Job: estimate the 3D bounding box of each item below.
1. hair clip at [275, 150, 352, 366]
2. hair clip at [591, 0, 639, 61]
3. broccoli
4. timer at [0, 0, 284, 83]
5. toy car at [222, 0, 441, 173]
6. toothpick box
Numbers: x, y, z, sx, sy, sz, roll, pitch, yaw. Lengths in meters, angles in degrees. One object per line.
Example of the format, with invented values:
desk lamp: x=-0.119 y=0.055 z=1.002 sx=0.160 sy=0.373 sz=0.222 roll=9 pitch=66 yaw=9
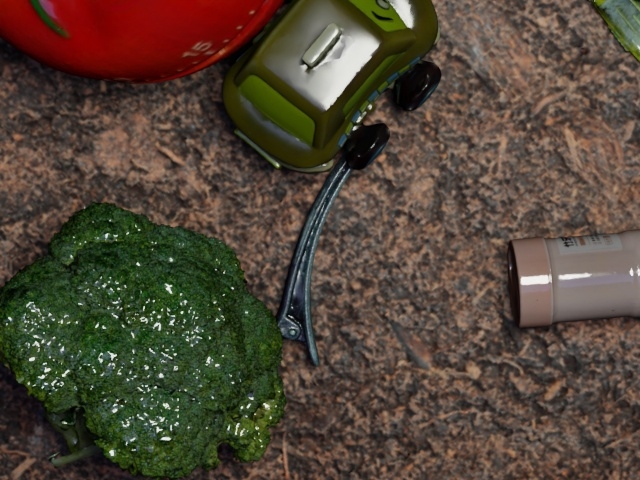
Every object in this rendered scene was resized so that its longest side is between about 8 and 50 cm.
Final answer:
hair clip: x=0.000 y=0.000 z=1.504 sx=0.083 sy=0.048 sz=0.275 roll=18 pitch=98 yaw=3
hair clip: x=0.350 y=-0.230 z=1.466 sx=0.060 sy=0.033 sz=0.188 roll=-39 pitch=93 yaw=4
broccoli: x=-0.200 y=0.126 z=1.424 sx=0.321 sy=0.304 sz=0.283 roll=52 pitch=132 yaw=14
timer: x=-0.186 y=-0.342 z=1.315 sx=0.378 sy=0.279 sz=0.378 roll=3 pitch=97 yaw=28
toy car: x=0.011 y=-0.190 z=1.385 sx=0.204 sy=0.198 sz=0.248 roll=40 pitch=90 yaw=2
toothpick box: x=0.284 y=0.041 z=1.476 sx=0.149 sy=0.098 sz=0.098 roll=-5 pitch=99 yaw=2
